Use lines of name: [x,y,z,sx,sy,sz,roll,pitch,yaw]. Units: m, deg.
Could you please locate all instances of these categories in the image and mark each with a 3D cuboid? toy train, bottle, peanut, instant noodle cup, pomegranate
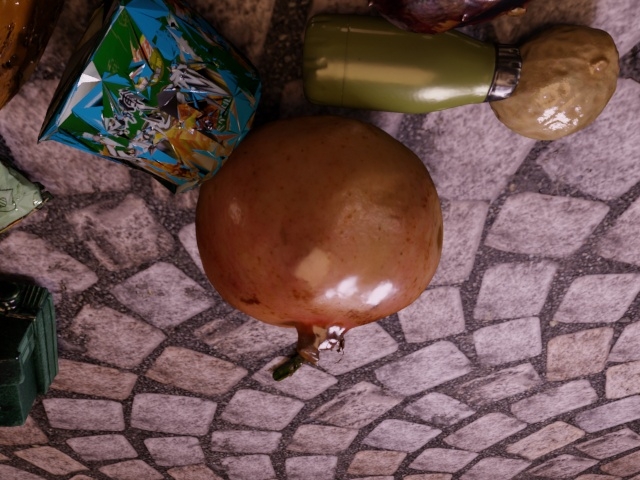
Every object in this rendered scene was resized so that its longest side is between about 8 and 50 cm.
toy train: [-0.604,0.227,0.918,0.138,0.178,0.330,10,129,-14]
bottle: [0.111,-0.216,0.594,0.259,0.112,0.112,5,132,2]
peanut: [0.313,-0.209,0.636,0.140,0.109,0.159,26,127,-25]
instant noodle cup: [-0.192,-0.178,0.563,0.178,0.240,0.240,28,125,-35]
pomegranate: [0.000,0.000,0.652,0.337,0.338,0.338,-2,132,-2]

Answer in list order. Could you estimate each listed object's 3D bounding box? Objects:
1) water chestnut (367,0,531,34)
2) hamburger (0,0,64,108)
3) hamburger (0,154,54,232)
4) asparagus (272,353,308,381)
water chestnut: [0.123,-0.320,0.453,0.238,0.224,0.224,16,129,-20]
hamburger: [-0.351,-0.232,0.433,0.174,0.305,0.284,26,125,-27]
hamburger: [-0.556,-0.085,0.658,0.260,0.151,0.276,-9,132,2]
asparagus: [-0.055,0.283,1.108,0.036,0.030,0.165,43,121,-3]
